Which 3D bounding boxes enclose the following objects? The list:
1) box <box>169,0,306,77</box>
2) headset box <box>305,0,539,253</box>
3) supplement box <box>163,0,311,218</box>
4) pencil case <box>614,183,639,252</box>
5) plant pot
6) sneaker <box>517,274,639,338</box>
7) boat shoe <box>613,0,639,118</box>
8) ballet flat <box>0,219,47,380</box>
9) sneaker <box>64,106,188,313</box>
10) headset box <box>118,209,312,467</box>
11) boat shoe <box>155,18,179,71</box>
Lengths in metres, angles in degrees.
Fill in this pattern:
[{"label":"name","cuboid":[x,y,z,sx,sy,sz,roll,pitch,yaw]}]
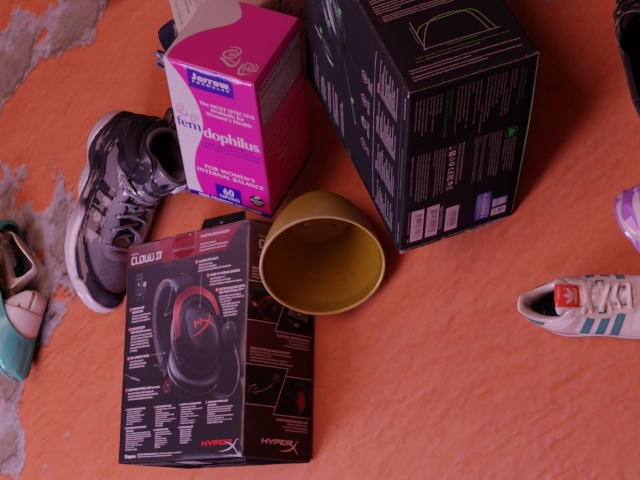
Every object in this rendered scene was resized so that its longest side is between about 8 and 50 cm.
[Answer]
[{"label":"box","cuboid":[-0.040,-0.288,1.576,0.232,0.148,0.127,-38,56,33]},{"label":"headset box","cuboid":[0.083,-0.180,1.354,0.246,0.131,0.283,89,159,-54]},{"label":"supplement box","cuboid":[-0.086,-0.145,1.508,0.111,0.220,0.114,18,54,18]},{"label":"pencil case","cuboid":[0.351,-0.059,1.182,0.206,0.086,0.088,-35,19,31]},{"label":"plant pot","cuboid":[0.000,0.000,1.495,0.134,0.134,0.095,-46,27,27]},{"label":"sneaker","cuboid":[0.253,0.059,1.253,0.161,0.075,0.057,-8,75,44]},{"label":"boat shoe","cuboid":[0.301,-0.188,1.254,0.080,0.076,0.229,-25,55,38]},{"label":"ballet flat","cuboid":[-0.431,0.072,1.925,0.087,0.083,0.247,-31,61,19]},{"label":"sneaker","cuboid":[-0.237,-0.043,1.741,0.153,0.101,0.269,-6,73,46]},{"label":"headset box","cuboid":[-0.120,0.111,1.583,0.218,0.110,0.293,-12,72,42]},{"label":"boat shoe","cuboid":[-0.163,-0.248,1.717,0.109,0.089,0.258,129,147,-65]}]
